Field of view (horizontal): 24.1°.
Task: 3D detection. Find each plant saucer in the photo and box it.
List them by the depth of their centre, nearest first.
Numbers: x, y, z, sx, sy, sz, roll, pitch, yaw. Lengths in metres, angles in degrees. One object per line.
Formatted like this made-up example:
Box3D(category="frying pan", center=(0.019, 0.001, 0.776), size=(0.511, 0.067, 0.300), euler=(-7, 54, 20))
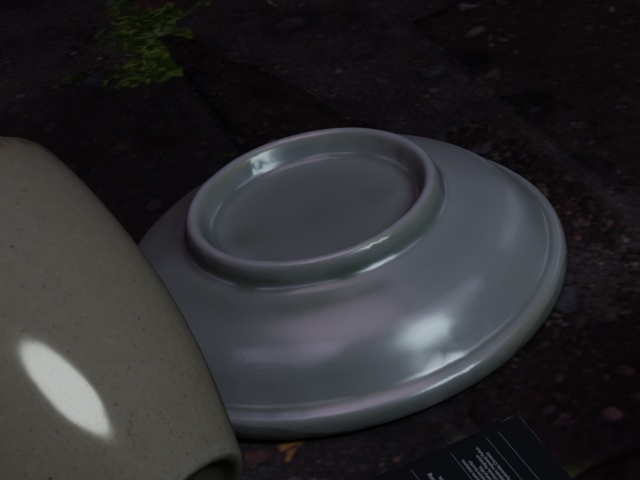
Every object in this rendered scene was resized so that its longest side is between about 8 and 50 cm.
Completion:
Box3D(category="plant saucer", center=(0.000, 0.000, 1.253), size=(0.400, 0.100, 0.400), euler=(-11, 32, 7))

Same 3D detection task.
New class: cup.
Box3D(category="cup", center=(-0.192, 0.134, 0.964), size=(0.237, 0.331, 0.331), euler=(35, 52, 19))

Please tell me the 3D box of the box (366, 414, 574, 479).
Box3D(category="box", center=(0.097, 0.236, 0.846), size=(0.184, 0.103, 0.261), euler=(-19, 33, -13))
